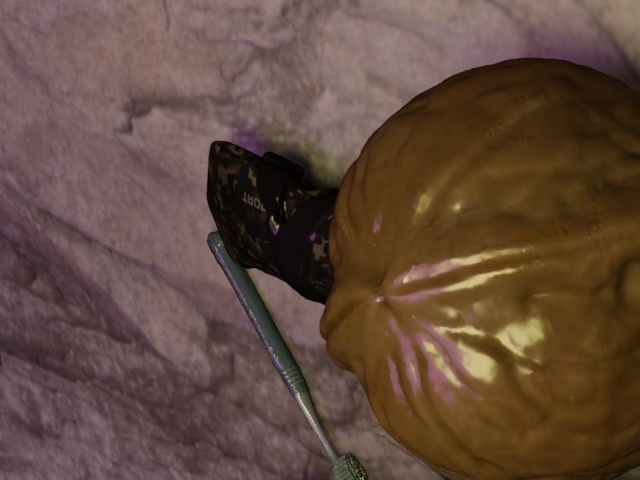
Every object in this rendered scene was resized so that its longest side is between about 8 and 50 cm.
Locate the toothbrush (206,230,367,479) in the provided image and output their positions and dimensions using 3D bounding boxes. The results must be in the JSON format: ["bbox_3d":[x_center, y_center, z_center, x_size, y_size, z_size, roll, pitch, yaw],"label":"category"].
[{"bbox_3d":[-0.024,0.087,1.359,0.219,0.016,0.019,60,141,14],"label":"toothbrush"}]

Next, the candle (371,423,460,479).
[{"bbox_3d":[0.135,0.231,1.082,0.187,0.187,0.330,-42,72,52],"label":"candle"}]

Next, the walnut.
[{"bbox_3d":[0.106,0.019,0.991,0.228,0.228,0.228,26,125,44],"label":"walnut"}]

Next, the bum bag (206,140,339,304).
[{"bbox_3d":[-0.001,0.000,1.245,0.248,0.069,0.102,18,155,46],"label":"bum bag"}]
